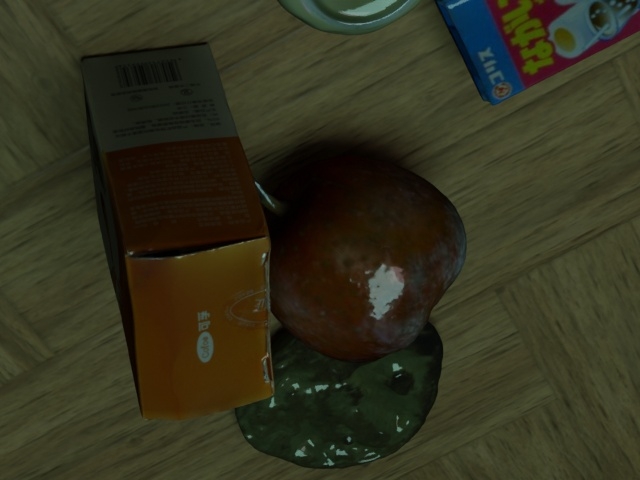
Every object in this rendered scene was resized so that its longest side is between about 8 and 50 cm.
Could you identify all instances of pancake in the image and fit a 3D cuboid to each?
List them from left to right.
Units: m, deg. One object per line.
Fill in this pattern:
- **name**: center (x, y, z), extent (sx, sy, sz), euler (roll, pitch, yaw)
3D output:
- **pancake**: center (0.028, 0.188, 2.023), extent (0.294, 0.049, 0.294), euler (-9, 135, -10)

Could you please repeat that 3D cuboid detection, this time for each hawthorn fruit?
- **hawthorn fruit**: center (0.030, 0.018, 1.774), extent (0.263, 0.231, 0.235), euler (18, 106, 16)

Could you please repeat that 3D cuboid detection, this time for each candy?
- **candy**: center (0.274, -0.287, 1.663), extent (0.306, 0.100, 0.157), euler (-28, 133, 6)

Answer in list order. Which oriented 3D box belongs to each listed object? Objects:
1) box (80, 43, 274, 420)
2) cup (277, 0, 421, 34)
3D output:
- **box**: center (-0.147, -0.015, 1.597), extent (0.143, 0.341, 0.225), euler (-8, 131, -10)
- **cup**: center (0.057, -0.318, 1.497), extent (0.255, 0.202, 0.173), euler (-14, 132, -6)
